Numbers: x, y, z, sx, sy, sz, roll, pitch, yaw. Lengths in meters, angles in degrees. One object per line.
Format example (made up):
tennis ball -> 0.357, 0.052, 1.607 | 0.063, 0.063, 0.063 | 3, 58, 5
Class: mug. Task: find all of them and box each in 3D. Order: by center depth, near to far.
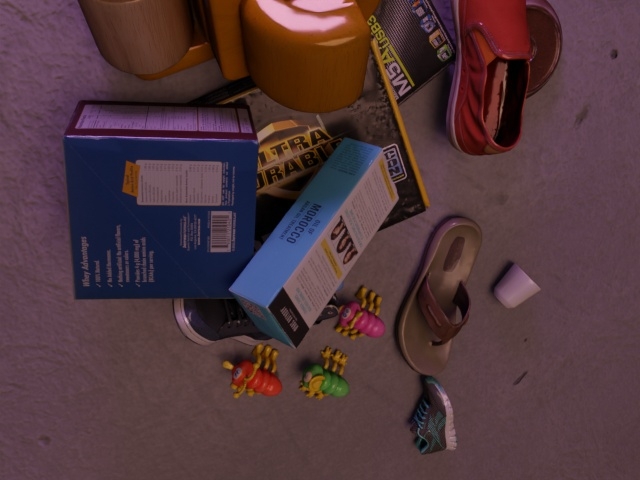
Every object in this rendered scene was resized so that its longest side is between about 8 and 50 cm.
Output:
mug -> 0.337, 0.087, 1.217 | 0.064, 0.062, 0.078 | -45, 113, 9

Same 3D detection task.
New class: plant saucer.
plant saucer -> 0.301, -0.288, 1.070 | 0.169, 0.029, 0.168 | -7, 112, -18

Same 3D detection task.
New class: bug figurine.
bug figurine -> -0.012, 0.149, 1.096 | 0.216, 0.072, 0.278 | 25, 99, -28

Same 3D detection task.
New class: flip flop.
flip flop -> 0.204, 0.098, 1.155 | 0.112, 0.080, 0.276 | 10, 106, -25

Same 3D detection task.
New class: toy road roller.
toy road roller -> -0.082, -0.250, 0.779 | 0.330, 0.240, 0.202 | -21, 161, -9

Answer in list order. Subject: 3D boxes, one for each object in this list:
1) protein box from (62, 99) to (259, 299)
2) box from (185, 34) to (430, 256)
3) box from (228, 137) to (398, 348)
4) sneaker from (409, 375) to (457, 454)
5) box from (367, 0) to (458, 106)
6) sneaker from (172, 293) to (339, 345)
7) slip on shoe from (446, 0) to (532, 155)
protein box -> -0.182, -0.048, 0.829 | 0.201, 0.136, 0.199 | 0, 117, -10
box -> -0.042, -0.098, 0.955 | 0.322, 0.079, 0.257 | -23, 119, -1
box -> 0.000, 0.000, 0.851 | 0.244, 0.060, 0.100 | -54, 145, -21
sneaker -> 0.193, 0.315, 1.250 | 0.076, 0.065, 0.166 | -18, 114, -10
box -> 0.074, -0.275, 0.976 | 0.184, 0.045, 0.190 | -39, 119, -4
sneaker -> -0.072, 0.076, 0.911 | 0.164, 0.086, 0.226 | -22, 163, 20
slip on shoe -> 0.244, -0.274, 0.969 | 0.123, 0.101, 0.331 | -10, 112, -29
